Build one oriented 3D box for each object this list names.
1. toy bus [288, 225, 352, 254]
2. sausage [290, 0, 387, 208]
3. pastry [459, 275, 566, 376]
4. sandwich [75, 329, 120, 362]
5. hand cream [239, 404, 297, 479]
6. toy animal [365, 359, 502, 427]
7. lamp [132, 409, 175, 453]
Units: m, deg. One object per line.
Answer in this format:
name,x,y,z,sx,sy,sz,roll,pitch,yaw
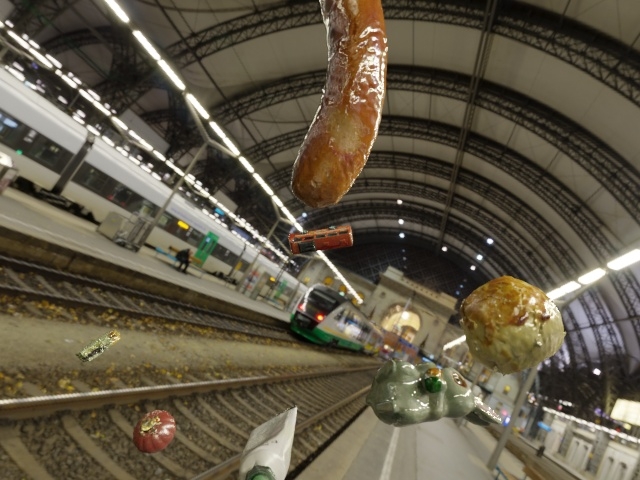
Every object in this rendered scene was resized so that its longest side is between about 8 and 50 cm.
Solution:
toy bus,0.000,0.000,0.690,0.110,0.031,0.043,-9,25,5
sausage,0.030,-0.187,0.495,0.103,0.302,0.076,3,-8,32
pastry,0.513,0.230,1.057,0.170,0.256,0.236,-83,149,-79
sandwich,-0.596,0.284,1.083,0.035,0.105,0.093,59,9,-11
hand cream,-0.103,0.409,0.809,0.076,0.121,0.336,64,-5,5
toy animal,0.221,0.296,0.764,0.251,0.125,0.127,14,-6,-16
lamp,-0.409,0.470,0.990,0.101,0.101,0.090,25,-39,30
